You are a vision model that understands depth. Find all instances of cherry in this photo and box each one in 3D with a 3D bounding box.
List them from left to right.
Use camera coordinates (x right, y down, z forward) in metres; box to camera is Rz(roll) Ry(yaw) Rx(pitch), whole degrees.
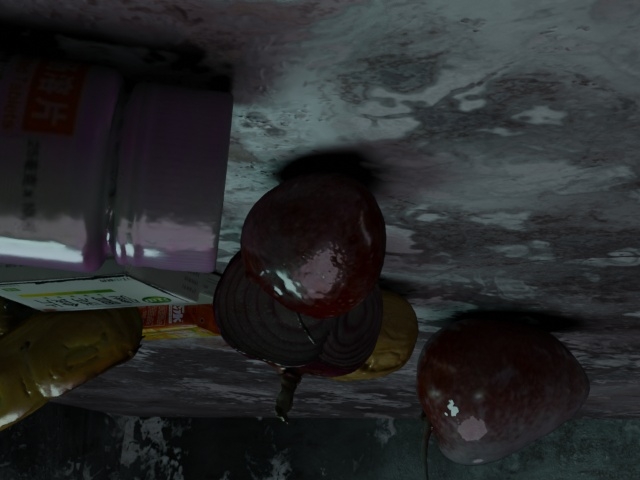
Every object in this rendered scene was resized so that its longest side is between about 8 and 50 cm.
[{"bbox_3d":[0.000,0.000,1.323,0.175,0.192,0.250,-33,170,-32],"label":"cherry"},{"bbox_3d":[0.345,0.304,2.052,0.335,0.291,0.326,-5,149,-18],"label":"cherry"}]

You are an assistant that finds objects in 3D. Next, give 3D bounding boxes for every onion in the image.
[{"bbox_3d":[-0.035,0.118,1.651,0.256,0.272,0.230,38,178,18],"label":"onion"}]

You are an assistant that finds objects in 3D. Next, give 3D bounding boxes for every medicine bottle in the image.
[{"bbox_3d":[-0.291,-0.081,1.056,0.388,0.219,0.219,7,163,-5],"label":"medicine bottle"}]

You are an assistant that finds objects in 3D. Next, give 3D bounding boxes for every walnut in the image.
[{"bbox_3d":[0.069,0.172,1.875,0.225,0.193,0.193,12,162,-20],"label":"walnut"}]

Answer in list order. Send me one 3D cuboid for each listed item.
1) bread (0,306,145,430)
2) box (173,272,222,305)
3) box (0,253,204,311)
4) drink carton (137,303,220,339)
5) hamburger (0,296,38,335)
[{"bbox_3d":[-0.477,0.192,1.780,0.328,0.148,0.337,-28,-175,-2],"label":"bread"},{"bbox_3d":[-0.264,0.082,1.895,0.129,0.051,0.130,-7,159,35],"label":"box"},{"bbox_3d":[-0.356,0.019,1.549,0.332,0.145,0.173,-5,160,28],"label":"box"},{"bbox_3d":[-0.316,0.167,2.167,0.223,0.071,0.096,-7,159,33],"label":"drink carton"},{"bbox_3d":[-0.602,0.125,2.010,0.211,0.132,0.309,-5,162,24],"label":"hamburger"}]
